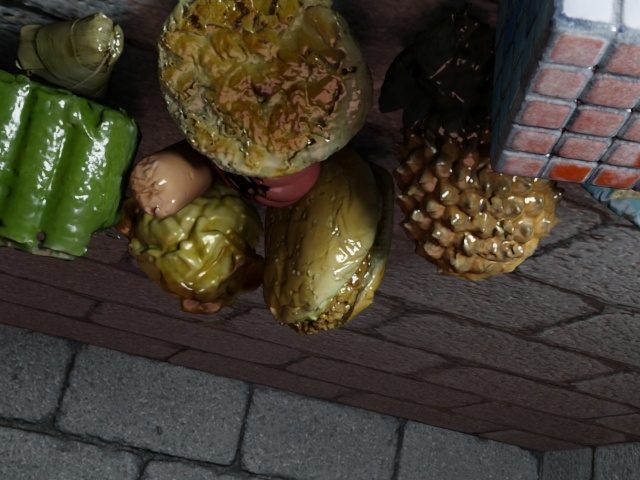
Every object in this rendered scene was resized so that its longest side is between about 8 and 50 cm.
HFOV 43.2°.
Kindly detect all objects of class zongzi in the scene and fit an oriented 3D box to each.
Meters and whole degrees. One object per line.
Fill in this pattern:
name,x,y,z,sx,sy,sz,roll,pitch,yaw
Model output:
zongzi,-0.289,-0.231,1.073,0.160,0.078,0.176,4,166,32

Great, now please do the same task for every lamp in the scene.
lamp,-0.077,-0.134,1.143,0.182,0.140,0.182,30,151,19

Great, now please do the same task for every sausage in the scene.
sausage,-0.201,-0.098,1.168,0.086,0.086,0.289,8,-165,4

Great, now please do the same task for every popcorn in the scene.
popcorn,-0.231,0.001,1.461,0.332,0.225,0.265,20,157,39

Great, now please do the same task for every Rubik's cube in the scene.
Rubik's cube,0.290,-0.195,0.707,0.238,0.237,0.237,10,157,1

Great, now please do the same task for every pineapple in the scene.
pineapple,0.169,-0.134,0.983,0.223,0.223,0.357,-1,137,25

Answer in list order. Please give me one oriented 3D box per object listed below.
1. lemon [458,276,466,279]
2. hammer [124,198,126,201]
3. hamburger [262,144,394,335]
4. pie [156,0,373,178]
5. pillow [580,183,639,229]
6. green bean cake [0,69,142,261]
lemon,0.259,-0.013,1.297,0.142,0.142,0.187,21,145,-26
hammer,-0.488,-0.143,1.423,0.168,0.044,0.440,-1,157,29
hamburger,0.001,-0.001,1.238,0.144,0.283,0.259,15,155,-34
pie,-0.069,-0.190,0.968,0.274,0.055,0.274,8,127,11
pillow,0.374,-0.115,0.902,0.255,0.034,0.189,34,111,-9
green bean cake,-0.414,-0.113,1.108,0.335,0.218,0.319,19,-179,-9
